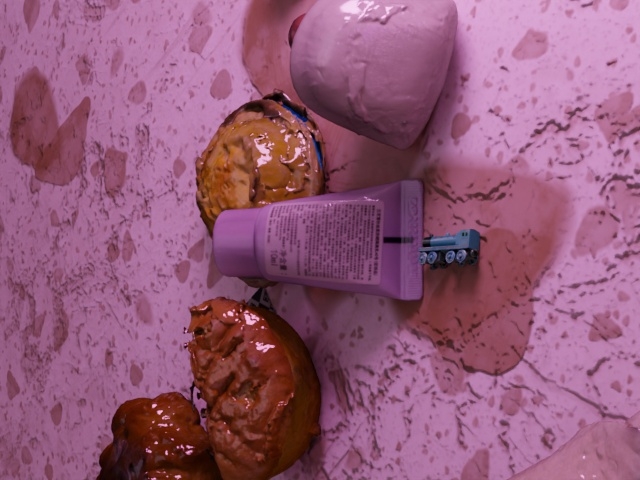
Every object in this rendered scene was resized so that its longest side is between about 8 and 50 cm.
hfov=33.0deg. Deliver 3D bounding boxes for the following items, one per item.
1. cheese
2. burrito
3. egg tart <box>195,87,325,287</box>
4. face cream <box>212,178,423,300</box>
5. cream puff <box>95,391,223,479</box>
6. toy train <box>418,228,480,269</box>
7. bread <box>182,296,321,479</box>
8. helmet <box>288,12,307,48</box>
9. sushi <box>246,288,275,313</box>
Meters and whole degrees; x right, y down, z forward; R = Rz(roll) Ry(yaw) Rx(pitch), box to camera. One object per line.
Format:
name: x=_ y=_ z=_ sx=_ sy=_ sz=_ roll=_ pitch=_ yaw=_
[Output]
cheese: x=0.059 y=-0.228 z=1.338 sx=0.154 sy=0.189 sz=0.198 roll=-116 pitch=42 yaw=-75
burrito: x=0.247 y=0.285 z=1.138 sx=0.392 sy=0.076 sz=0.117 roll=-44 pitch=49 yaw=34
egg tart: x=-0.100 y=-0.079 z=1.546 sx=0.291 sy=0.107 sz=0.291 roll=-6 pitch=82 yaw=48
face cream: x=0.000 y=0.000 z=1.398 sx=0.273 sy=0.096 sz=0.154 roll=0 pitch=83 yaw=20
cream puff: x=-0.246 y=0.353 z=1.630 sx=0.269 sy=0.155 sz=0.241 roll=29 pitch=106 yaw=49
toy train: x=0.154 y=0.011 z=1.307 sx=0.092 sy=0.029 sz=0.045 roll=-5 pitch=75 yaw=50
bread: x=-0.077 y=0.197 z=1.449 sx=0.147 sy=0.160 sz=0.261 roll=-20 pitch=75 yaw=25
helmet: x=-0.018 y=-0.293 z=1.519 sx=0.065 sy=0.049 sz=0.084 roll=28 pitch=107 yaw=48
sushi: x=-0.104 y=0.147 z=1.586 sx=0.120 sy=0.026 sz=0.126 roll=-50 pitch=51 yaw=34
